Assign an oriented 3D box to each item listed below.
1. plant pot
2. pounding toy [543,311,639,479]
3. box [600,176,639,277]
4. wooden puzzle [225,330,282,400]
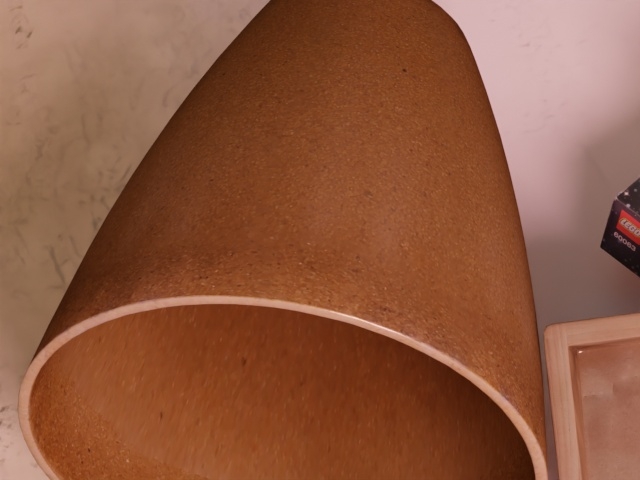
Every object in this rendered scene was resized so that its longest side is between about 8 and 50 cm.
[{"bbox_3d":[0.000,0.000,0.938,0.237,0.237,0.254,3,52,10],"label":"plant pot"},{"bbox_3d":[0.162,0.107,0.887,0.130,0.100,0.141,-8,79,17],"label":"pounding toy"},{"bbox_3d":[0.278,0.015,0.953,0.233,0.044,0.159,40,61,22],"label":"box"},{"bbox_3d":[-0.062,0.066,1.020,0.083,0.006,0.049,-20,64,-2],"label":"wooden puzzle"}]
